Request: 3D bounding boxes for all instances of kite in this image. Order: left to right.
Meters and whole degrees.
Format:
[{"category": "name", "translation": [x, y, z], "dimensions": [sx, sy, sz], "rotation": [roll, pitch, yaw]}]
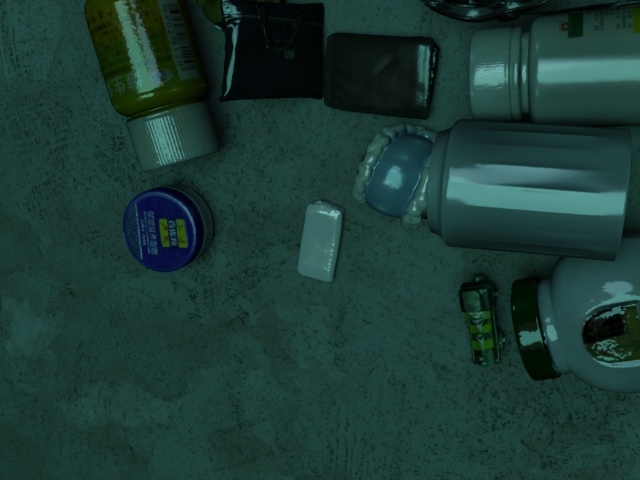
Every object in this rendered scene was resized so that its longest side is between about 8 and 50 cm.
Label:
[{"category": "kite", "translation": [0.519, -0.429, 1.269], "dimensions": [0.309, 0.169, 0.015], "rotation": [-3, 105, 7]}]

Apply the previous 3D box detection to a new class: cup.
[{"category": "cup", "translation": [0.384, -0.110, 1.294], "dimensions": [0.326, 0.323, 0.237], "rotation": [6, 114, 19]}]

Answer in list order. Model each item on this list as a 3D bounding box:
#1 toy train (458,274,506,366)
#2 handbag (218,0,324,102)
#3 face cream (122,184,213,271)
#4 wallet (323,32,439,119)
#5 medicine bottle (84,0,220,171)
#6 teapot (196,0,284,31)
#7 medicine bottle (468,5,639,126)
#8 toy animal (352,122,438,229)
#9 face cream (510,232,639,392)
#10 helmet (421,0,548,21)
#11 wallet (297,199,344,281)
[{"category": "toy train", "translation": [0.343, 0.178, 1.494], "dimensions": [0.083, 0.132, 0.200], "rotation": [-9, 99, 23]}, {"category": "handbag", "translation": [-0.098, -0.398, 1.457], "dimensions": [0.088, 0.254, 0.211], "rotation": [24, 117, 52]}, {"category": "face cream", "translation": [-0.369, -0.033, 1.712], "dimensions": [0.205, 0.111, 0.206], "rotation": [5, 106, 18]}, {"category": "wallet", "translation": [0.123, -0.352, 1.478], "dimensions": [0.245, 0.052, 0.169], "rotation": [11, 108, 22]}, {"category": "medicine bottle", "translation": [-0.366, -0.362, 1.559], "dimensions": [0.224, 0.224, 0.385], "rotation": [-12, 101, 23]}, {"category": "teapot", "translation": [-0.160, -0.546, 1.482], "dimensions": [0.182, 0.173, 0.270], "rotation": [13, 93, -17]}, {"category": "medicine bottle", "translation": [0.452, -0.310, 1.277], "dimensions": [0.339, 0.208, 0.208], "rotation": [2, 105, 20]}, {"category": "toy animal", "translation": [0.179, -0.126, 1.461], "dimensions": [0.204, 0.156, 0.208], "rotation": [30, 116, 14]}, {"category": "face cream", "translation": [0.571, 0.145, 1.352], "dimensions": [0.356, 0.219, 0.313], "rotation": [-14, 101, 26]}, {"category": "helmet", "translation": [0.311, -0.529, 1.277], "dimensions": [0.338, 0.197, 0.271], "rotation": [-3, 96, 16]}, {"category": "wallet", "translation": [0.000, 0.000, 1.627], "dimensions": [0.095, 0.033, 0.190], "rotation": [12, 109, 15]}]
